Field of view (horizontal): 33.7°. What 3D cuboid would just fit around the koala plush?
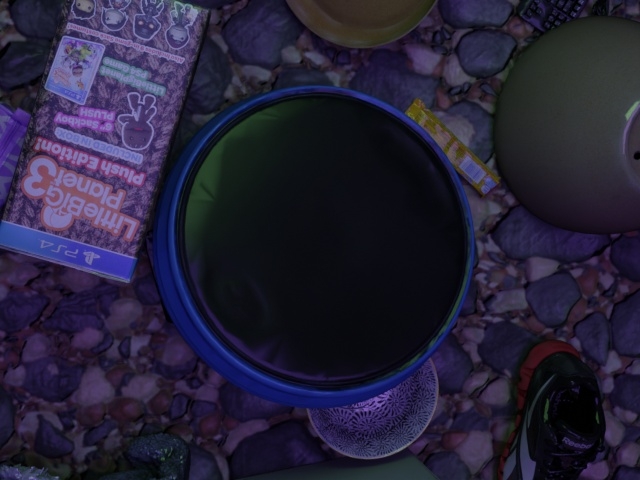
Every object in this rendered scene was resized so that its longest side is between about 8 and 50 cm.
[{"bbox_3d":[-0.274,0.338,1.240,0.221,0.203,0.196,3,96,-1],"label":"koala plush"}]

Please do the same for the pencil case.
[{"bbox_3d":[-0.395,-0.063,1.202,0.086,0.088,0.206,30,89,-16],"label":"pencil case"}]

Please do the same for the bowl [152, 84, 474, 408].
[{"bbox_3d":[0.000,0.000,1.248,0.391,0.077,0.391,2,80,-13],"label":"bowl"}]

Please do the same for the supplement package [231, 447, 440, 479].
[{"bbox_3d":[0.003,0.385,1.299,0.293,0.175,0.177,-10,98,-11],"label":"supplement package"}]

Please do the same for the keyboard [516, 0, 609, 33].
[{"bbox_3d":[0.340,-0.339,1.359,0.108,0.023,0.180,32,91,-14],"label":"keyboard"}]

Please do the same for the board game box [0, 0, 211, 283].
[{"bbox_3d":[-0.229,-0.123,1.150,0.141,0.232,0.291,17,94,-9],"label":"board game box"}]

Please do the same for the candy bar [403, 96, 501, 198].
[{"bbox_3d":[0.168,-0.115,1.352,0.161,0.018,0.040,41,91,-14],"label":"candy bar"}]

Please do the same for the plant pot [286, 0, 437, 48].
[{"bbox_3d":[0.050,-0.344,1.228,0.236,0.032,0.236,9,108,28],"label":"plant pot"}]

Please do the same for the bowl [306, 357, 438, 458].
[{"bbox_3d":[0.056,0.183,1.334,0.170,0.080,0.170,-2,97,-13],"label":"bowl"}]

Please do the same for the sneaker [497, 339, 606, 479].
[{"bbox_3d":[0.302,0.274,1.372,0.098,0.135,0.276,8,97,-15],"label":"sneaker"}]

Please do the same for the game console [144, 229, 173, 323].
[{"bbox_3d":[-0.142,0.029,1.276,0.122,0.071,0.107,-16,100,-10],"label":"game console"}]

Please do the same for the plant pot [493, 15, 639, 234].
[{"bbox_3d":[0.382,-0.131,1.297,0.284,0.191,0.284,-3,103,-13],"label":"plant pot"}]
